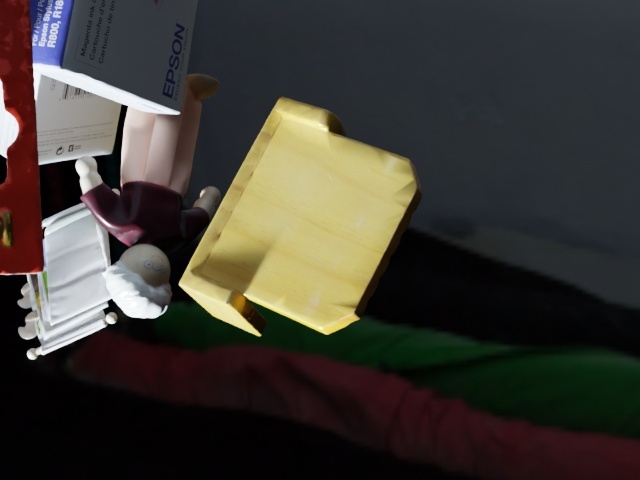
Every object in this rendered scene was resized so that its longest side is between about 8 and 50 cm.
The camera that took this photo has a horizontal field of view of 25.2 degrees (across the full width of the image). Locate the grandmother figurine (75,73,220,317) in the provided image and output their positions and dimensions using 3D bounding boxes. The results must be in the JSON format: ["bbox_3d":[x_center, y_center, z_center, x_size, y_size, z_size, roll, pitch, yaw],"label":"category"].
[{"bbox_3d":[-0.224,-0.064,1.887,0.207,0.342,0.104,11,161,-19],"label":"grandmother figurine"}]

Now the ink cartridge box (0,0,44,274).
[{"bbox_3d":[-0.465,-0.110,1.378,0.385,0.308,0.091,-3,174,-15],"label":"ink cartridge box"}]

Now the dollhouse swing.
[{"bbox_3d":[0.000,0.000,2.303,0.305,0.347,0.315,24,169,17],"label":"dollhouse swing"}]

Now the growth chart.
[{"bbox_3d":[-0.366,0.048,2.080,0.172,0.237,0.021,-17,149,20],"label":"growth chart"}]

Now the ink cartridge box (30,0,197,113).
[{"bbox_3d":[-0.259,-0.345,1.730,0.071,0.324,0.330,6,175,29],"label":"ink cartridge box"}]

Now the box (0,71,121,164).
[{"bbox_3d":[-0.401,-0.221,2.147,0.119,0.182,0.181,30,-153,32],"label":"box"}]
